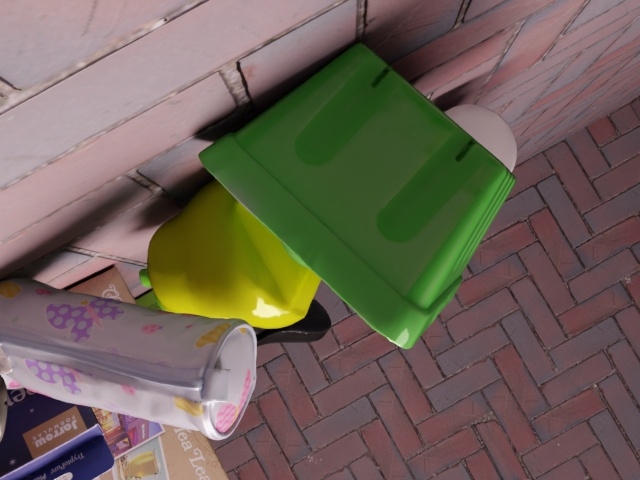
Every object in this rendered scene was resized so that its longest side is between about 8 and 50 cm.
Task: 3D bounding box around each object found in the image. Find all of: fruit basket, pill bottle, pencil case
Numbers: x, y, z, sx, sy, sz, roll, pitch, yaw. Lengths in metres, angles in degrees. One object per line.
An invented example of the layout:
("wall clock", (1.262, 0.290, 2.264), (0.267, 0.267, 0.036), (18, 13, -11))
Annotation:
("fruit basket", (0.000, 0.000, 0.791), (0.392, 0.283, 0.392), (-45, 170, -10))
("pill bottle", (0.189, -0.100, 1.165), (0.169, 0.169, 0.301), (-28, 174, -10))
("pencil case", (-0.197, 0.108, 0.726), (0.273, 0.113, 0.124), (9, 162, 16))

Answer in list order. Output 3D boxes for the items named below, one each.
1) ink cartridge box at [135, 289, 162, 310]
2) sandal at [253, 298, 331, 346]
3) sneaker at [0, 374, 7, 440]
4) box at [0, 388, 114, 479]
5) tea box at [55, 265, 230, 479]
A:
("ink cartridge box", (-0.207, 0.106, 1.396), (0.189, 0.097, 0.255), (-30, 174, 0))
("sandal", (-0.142, 0.150, 1.649), (0.446, 0.167, 0.107), (-3, 134, -48))
("sneaker", (-0.368, 0.147, 0.668), (0.228, 0.087, 0.130), (-2, 170, 43))
("box", (-0.321, 0.172, 0.799), (0.137, 0.225, 0.036), (-28, 150, -18))
("tea box", (-0.296, 0.250, 1.042), (0.220, 0.328, 0.323), (-27, 173, -18))
